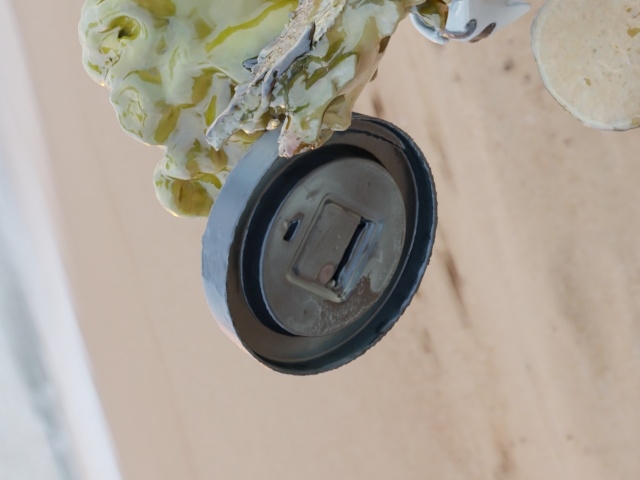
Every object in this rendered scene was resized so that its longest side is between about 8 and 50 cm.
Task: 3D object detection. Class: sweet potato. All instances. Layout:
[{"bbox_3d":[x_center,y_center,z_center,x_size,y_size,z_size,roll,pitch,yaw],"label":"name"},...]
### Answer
[{"bbox_3d":[0.254,-0.199,1.368,0.131,0.336,0.131,9,118,17],"label":"sweet potato"}]

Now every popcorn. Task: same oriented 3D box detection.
[{"bbox_3d":[-0.066,-0.185,1.647,0.315,0.297,0.281,63,-179,-16],"label":"popcorn"}]

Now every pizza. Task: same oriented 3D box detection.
[{"bbox_3d":[0.072,-0.163,0.973,0.074,0.287,0.251,40,156,-12],"label":"pizza"}]

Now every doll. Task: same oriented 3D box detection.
[{"bbox_3d":[0.140,-0.280,1.953,0.180,0.110,0.106,52,129,45],"label":"doll"}]

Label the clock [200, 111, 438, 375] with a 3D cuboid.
[{"bbox_3d":[0.000,0.000,1.390,0.042,0.215,0.215,27,135,45],"label":"clock"}]
